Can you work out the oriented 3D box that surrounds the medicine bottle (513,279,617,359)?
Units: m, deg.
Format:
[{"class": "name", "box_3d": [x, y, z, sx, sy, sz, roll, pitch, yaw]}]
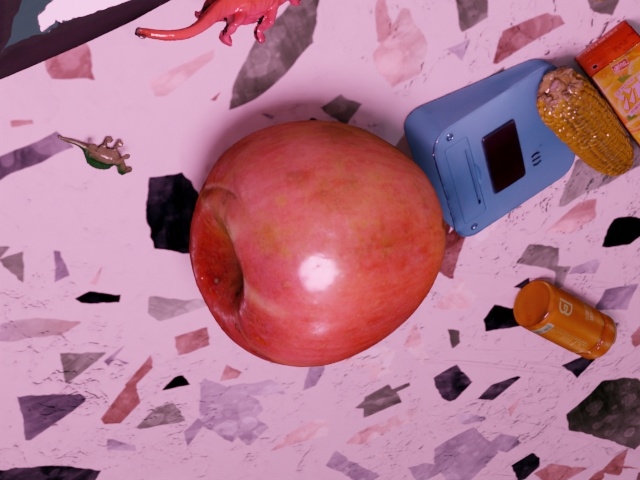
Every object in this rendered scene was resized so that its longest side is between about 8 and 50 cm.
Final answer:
[{"class": "medicine bottle", "box_3d": [0.453, 0.148, 1.931, 0.192, 0.096, 0.096, 26, 117, -32]}]

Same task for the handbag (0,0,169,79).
[{"class": "handbag", "box_3d": [-0.359, -0.364, 1.225, 0.342, 0.152, 0.288, -24, 120, -1]}]

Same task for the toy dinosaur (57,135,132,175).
[{"class": "toy dinosaur", "box_3d": [-0.325, -0.123, 1.511, 0.119, 0.029, 0.060, 13, 141, -23]}]

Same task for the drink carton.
[{"class": "drink carton", "box_3d": [0.500, -0.234, 1.643, 0.096, 0.071, 0.223, -37, 129, 15]}]

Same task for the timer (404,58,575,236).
[{"class": "timer", "box_3d": [0.278, -0.154, 1.658, 0.250, 0.091, 0.232, -29, 131, -8]}]

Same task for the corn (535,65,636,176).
[{"class": "corn", "box_3d": [0.417, -0.178, 1.620, 0.091, 0.091, 0.260, -53, 136, 5]}]

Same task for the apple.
[{"class": "apple", "box_3d": [0.000, 0.000, 1.504, 0.364, 0.364, 0.364, -9, 131, -10]}]

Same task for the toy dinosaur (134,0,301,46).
[{"class": "toy dinosaur", "box_3d": [-0.102, -0.319, 1.309, 0.286, 0.070, 0.139, -21, 151, -50]}]
